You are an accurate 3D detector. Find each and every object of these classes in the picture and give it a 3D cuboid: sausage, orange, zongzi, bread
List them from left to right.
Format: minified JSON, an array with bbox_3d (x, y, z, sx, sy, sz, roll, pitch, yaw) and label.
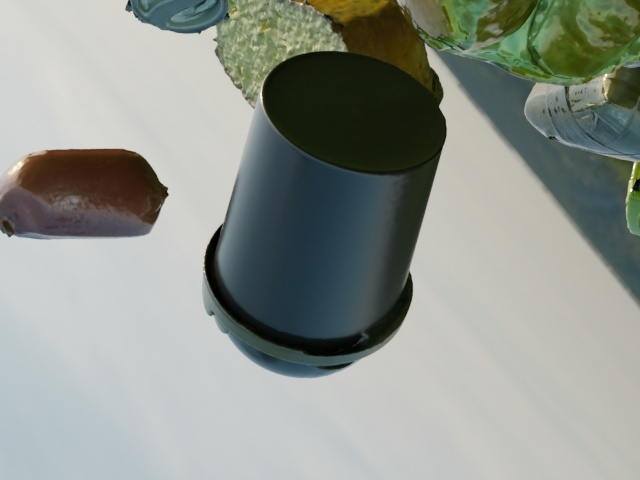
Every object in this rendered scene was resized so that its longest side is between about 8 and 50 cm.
[{"bbox_3d":[-0.346,-0.067,1.863,0.254,0.148,0.148,3,-152,-15],"label":"sausage"},{"bbox_3d":[0.023,-0.225,1.453,0.340,0.179,0.194,34,143,51],"label":"bread"},{"bbox_3d":[0.140,-0.201,0.856,0.237,0.179,0.158,0,-146,-40],"label":"orange"},{"bbox_3d":[0.367,-0.128,1.418,0.242,0.112,0.221,24,176,-17],"label":"zongzi"}]

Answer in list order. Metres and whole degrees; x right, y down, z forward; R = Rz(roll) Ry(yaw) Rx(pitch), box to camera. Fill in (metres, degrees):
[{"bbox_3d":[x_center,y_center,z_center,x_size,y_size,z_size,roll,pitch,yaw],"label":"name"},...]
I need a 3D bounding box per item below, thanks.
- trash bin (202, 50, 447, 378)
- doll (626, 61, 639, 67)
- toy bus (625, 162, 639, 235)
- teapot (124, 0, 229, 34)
[{"bbox_3d":[0.000,0.000,1.250,0.214,0.334,0.214,10,-137,-10],"label":"trash bin"},{"bbox_3d":[0.272,-0.168,1.081,0.039,0.057,0.114,53,160,2],"label":"doll"},{"bbox_3d":[0.541,-0.051,1.721,0.262,0.150,0.128,18,159,23],"label":"toy bus"},{"bbox_3d":[-0.084,-0.248,0.885,0.077,0.107,0.200,19,-121,-37],"label":"teapot"}]
